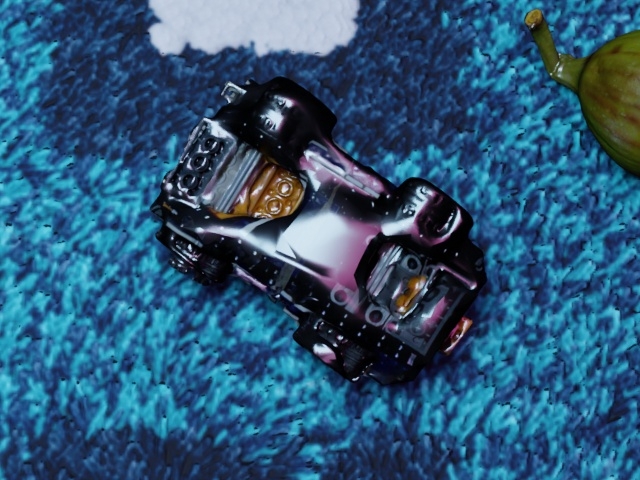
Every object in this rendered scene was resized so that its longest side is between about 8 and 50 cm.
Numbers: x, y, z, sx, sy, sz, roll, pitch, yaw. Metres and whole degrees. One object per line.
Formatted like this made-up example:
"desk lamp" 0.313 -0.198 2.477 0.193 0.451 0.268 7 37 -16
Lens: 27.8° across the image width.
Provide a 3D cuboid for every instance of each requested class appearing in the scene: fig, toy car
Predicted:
"fig" 0.293 -0.131 1.211 0.186 0.148 0.142 9 90 34
"toy car" 0.001 0.001 1.146 0.301 0.118 0.193 36 85 1
